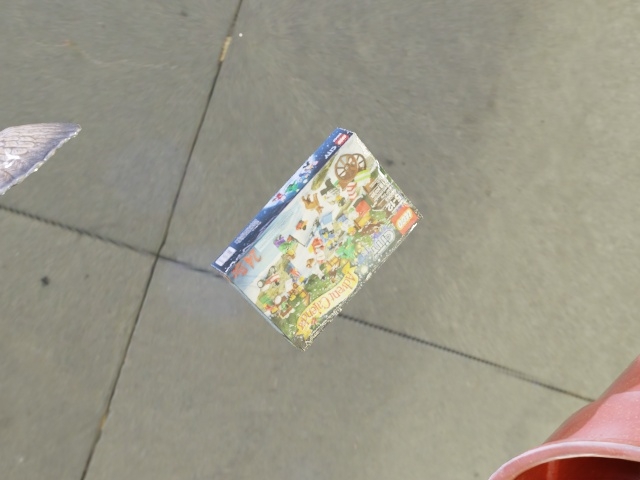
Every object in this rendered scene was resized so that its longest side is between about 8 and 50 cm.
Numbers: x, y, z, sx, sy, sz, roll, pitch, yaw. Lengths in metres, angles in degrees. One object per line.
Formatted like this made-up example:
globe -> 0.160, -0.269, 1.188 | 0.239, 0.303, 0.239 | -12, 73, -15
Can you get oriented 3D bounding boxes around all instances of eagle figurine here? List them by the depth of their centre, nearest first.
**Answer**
eagle figurine -> -0.397, -0.070, 1.204 | 0.225, 0.298, 0.226 | 44, 53, 11

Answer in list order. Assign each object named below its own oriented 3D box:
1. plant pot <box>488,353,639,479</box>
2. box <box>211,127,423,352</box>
plant pot -> 0.278, 0.149, 0.684 | 0.265, 0.272, 0.272 | -41, 104, -37
box -> 0.000, 0.000, 1.383 | 0.233, 0.044, 0.159 | -48, 121, -9
